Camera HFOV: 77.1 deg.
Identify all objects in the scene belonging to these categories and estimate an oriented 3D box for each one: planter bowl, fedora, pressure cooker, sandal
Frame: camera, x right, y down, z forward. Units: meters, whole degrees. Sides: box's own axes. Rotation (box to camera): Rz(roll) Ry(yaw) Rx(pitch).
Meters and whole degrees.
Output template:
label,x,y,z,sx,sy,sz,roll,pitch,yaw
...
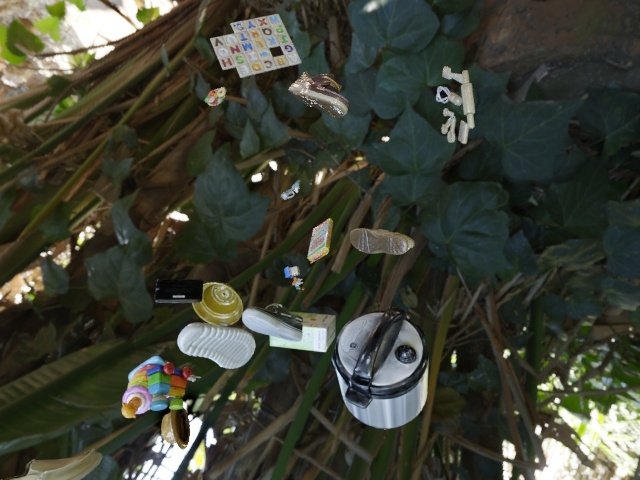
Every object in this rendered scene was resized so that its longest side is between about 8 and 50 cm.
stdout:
label,x,y,z,sx,sy,sz,roll,pitch,yaw
planter bowl,-0.418,0.246,1.687,0.217,0.217,0.090,29,-154,-6
fedora,-0.614,0.786,1.691,0.079,0.194,0.194,-17,163,-2
pressure cooker,0.243,0.483,1.581,0.370,0.375,0.420,-108,5,-48
sandal,-0.396,0.387,1.575,0.102,0.169,0.416,34,172,35

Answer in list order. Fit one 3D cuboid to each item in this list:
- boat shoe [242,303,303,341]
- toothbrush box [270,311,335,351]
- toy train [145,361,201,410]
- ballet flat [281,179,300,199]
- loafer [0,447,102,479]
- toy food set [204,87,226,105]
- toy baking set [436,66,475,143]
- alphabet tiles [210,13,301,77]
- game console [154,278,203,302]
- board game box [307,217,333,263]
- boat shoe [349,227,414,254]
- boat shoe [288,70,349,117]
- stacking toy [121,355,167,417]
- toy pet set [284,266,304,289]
label,x,y,z,sx,sy,sz,roll,pitch,yaw
boat shoe,-0.184,0.307,1.584,0.121,0.119,0.335,-10,150,28
toothbrush box,-0.084,0.443,1.984,0.283,0.122,0.206,4,-172,15
toy train,-0.507,0.536,1.439,0.105,0.143,0.248,-24,144,17
ballet flat,-0.121,-0.218,1.770,0.041,0.114,0.041,45,167,13
loafer,-0.710,0.602,1.031,0.268,0.092,0.102,-11,168,-45
toy food set,-0.400,-0.549,1.535,0.083,0.083,0.020,12,162,25
toy baking set,0.398,-0.411,1.204,0.030,0.256,0.197,-6,-177,-10
alphabet tiles,-0.203,-0.595,1.227,0.009,0.237,0.198,115,133,-70
game console,-0.389,0.142,1.117,0.122,0.107,0.071,1,139,-15
board game box,0.000,0.000,2.035,0.124,0.259,0.039,-33,120,29
boat shoe,0.305,0.006,2.033,0.341,0.122,0.110,13,-163,38
boat shoe,0.007,-0.524,1.390,0.123,0.123,0.342,30,-171,-37
stacking toy,-0.669,0.582,1.506,0.175,0.165,0.302,54,179,-6
toy pet set,-0.126,0.174,1.813,0.065,0.114,0.122,-14,166,9
